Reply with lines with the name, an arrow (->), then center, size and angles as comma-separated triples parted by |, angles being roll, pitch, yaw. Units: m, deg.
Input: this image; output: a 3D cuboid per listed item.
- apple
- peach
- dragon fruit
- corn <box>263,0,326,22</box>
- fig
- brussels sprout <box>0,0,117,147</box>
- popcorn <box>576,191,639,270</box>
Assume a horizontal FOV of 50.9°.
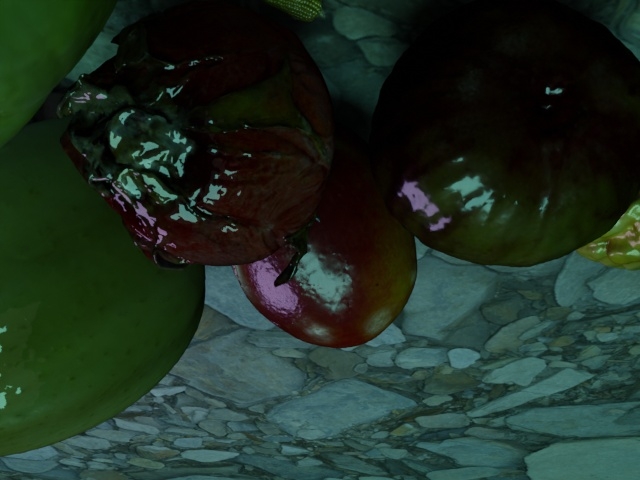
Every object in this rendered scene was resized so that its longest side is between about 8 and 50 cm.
apple -> -0.303, 0.064, 0.700 | 0.311, 0.360, 0.320 | 8, 128, 61
peach -> 0.000, 0.000, 0.662 | 0.196, 0.190, 0.226 | -2, 129, 32
dragon fruit -> -0.112, -0.081, 0.509 | 0.218, 0.224, 0.148 | 9, -175, 26
corn -> -0.032, -0.199, 0.538 | 0.083, 0.027, 0.028 | 20, 174, -20
fig -> 0.143, -0.059, 0.600 | 0.216, 0.217, 0.321 | 3, 164, -1
brussels sprout -> -0.274, -0.185, 0.394 | 0.327, 0.247, 0.328 | 0, 129, 0
popcorn -> 0.308, -0.051, 0.635 | 0.170, 0.180, 0.180 | 31, 144, 7
